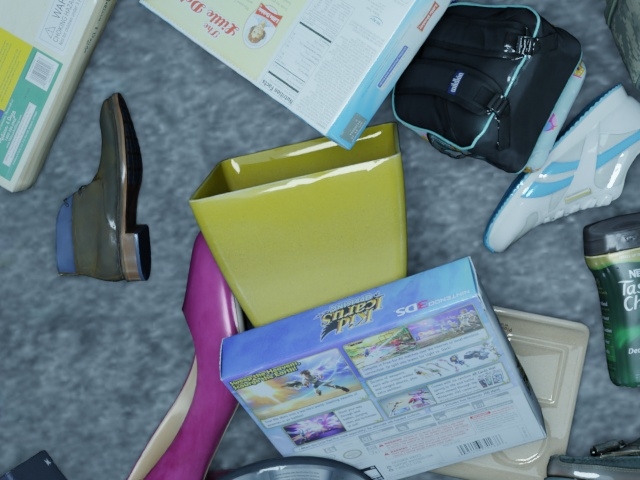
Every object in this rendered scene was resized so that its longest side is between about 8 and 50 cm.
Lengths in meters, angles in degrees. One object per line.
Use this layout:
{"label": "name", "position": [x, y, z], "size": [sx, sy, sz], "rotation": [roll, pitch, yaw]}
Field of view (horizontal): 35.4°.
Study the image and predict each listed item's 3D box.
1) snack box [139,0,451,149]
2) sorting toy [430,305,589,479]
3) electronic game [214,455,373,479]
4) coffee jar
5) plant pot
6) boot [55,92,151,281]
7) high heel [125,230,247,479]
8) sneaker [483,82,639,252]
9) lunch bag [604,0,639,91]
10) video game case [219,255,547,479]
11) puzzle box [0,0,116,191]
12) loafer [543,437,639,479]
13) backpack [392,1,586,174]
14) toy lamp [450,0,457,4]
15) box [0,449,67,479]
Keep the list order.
{"label": "snack box", "position": [-0.038, -0.256, 1.066], "size": [0.322, 0.060, 0.187], "rotation": [39, 99, 31]}
{"label": "sorting toy", "position": [0.191, 0.175, 1.144], "size": [0.193, 0.038, 0.208], "rotation": [11, 98, 6]}
{"label": "electronic game", "position": [-0.040, 0.316, 1.110], "size": [0.229, 0.048, 0.229], "rotation": [-5, 131, -6]}
{"label": "coffee jar", "position": [0.348, 0.063, 1.098], "size": [0.096, 0.079, 0.184], "rotation": [-13, 90, 7]}
{"label": "plant pot", "position": [0.000, 0.000, 1.078], "size": [0.212, 0.212, 0.187], "rotation": [-12, 104, 7]}
{"label": "boot", "position": [-0.262, -0.057, 1.158], "size": [0.106, 0.082, 0.219], "rotation": [-5, 94, 4]}
{"label": "high heel", "position": [-0.169, 0.174, 1.129], "size": [0.181, 0.127, 0.377], "rotation": [-3, 95, -4]}
{"label": "sneaker", "position": [0.273, -0.063, 1.098], "size": [0.092, 0.087, 0.229], "rotation": [45, 98, 1]}
{"label": "lunch bag", "position": [0.425, -0.324, 1.010], "size": [0.305, 0.212, 0.256], "rotation": [-17, 74, 4]}
{"label": "video game case", "position": [0.070, 0.153, 1.040], "size": [0.269, 0.061, 0.244], "rotation": [-19, 132, 14]}
{"label": "puzzle box", "position": [-0.371, -0.295, 1.140], "size": [0.272, 0.052, 0.409], "rotation": [30, 104, 7]}
{"label": "loafer", "position": [0.380, 0.250, 1.107], "size": [0.267, 0.096, 0.084], "rotation": [7, 74, -1]}
{"label": "backpack", "position": [0.172, -0.163, 1.063], "size": [0.188, 0.144, 0.166], "rotation": [27, 95, 48]}
{"label": "toy lamp", "position": [0.095, -0.387, 1.109], "size": [0.080, 0.080, 0.275], "rotation": [-15, 89, 7]}
{"label": "box", "position": [-0.371, 0.374, 1.174], "size": [0.207, 0.108, 0.153], "rotation": [-40, 87, 7]}
